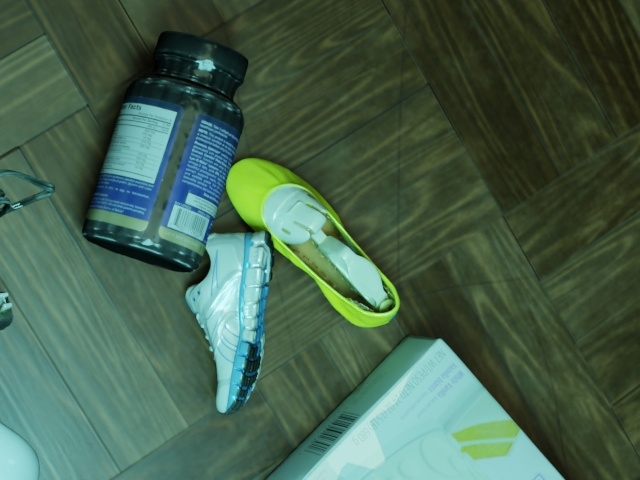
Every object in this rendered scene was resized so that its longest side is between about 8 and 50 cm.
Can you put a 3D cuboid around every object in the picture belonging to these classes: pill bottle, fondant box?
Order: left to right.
[{"bbox_3d":[-0.147,-0.088,1.755,0.122,0.123,0.219,20,82,-18],"label":"pill bottle"},{"bbox_3d":[0.133,0.297,1.861,0.238,0.096,0.330,-45,104,-15],"label":"fondant box"}]

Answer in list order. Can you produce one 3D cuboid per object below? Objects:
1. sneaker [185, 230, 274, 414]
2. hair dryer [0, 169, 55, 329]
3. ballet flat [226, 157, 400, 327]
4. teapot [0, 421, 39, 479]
[{"bbox_3d":[-0.098,0.080,1.809,0.083,0.071,0.191,7,92,11],"label":"sneaker"},{"bbox_3d":[-0.405,0.001,1.635,0.293,0.224,0.080,-4,45,-28],"label":"hair dryer"},{"bbox_3d":[0.000,0.000,1.828,0.231,0.077,0.077,47,76,-13],"label":"ballet flat"},{"bbox_3d":[-0.388,0.231,1.592,0.256,0.252,0.187,34,67,-25],"label":"teapot"}]
